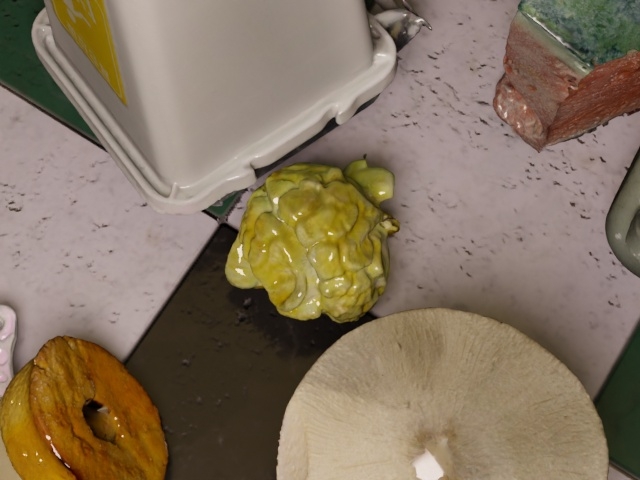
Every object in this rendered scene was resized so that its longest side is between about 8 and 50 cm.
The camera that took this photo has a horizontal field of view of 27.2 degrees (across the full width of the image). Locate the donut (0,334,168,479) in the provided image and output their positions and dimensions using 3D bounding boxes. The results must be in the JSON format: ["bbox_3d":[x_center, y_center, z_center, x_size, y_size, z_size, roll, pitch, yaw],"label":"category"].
[{"bbox_3d":[-0.186,0.147,1.027,0.058,0.152,0.152,-32,74,23],"label":"donut"}]

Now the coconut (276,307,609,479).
[{"bbox_3d":[0.086,0.168,0.967,0.237,0.266,0.237,0,80,1],"label":"coconut"}]

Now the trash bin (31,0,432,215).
[{"bbox_3d":[-0.082,-0.232,1.019,0.296,0.368,0.256,-33,66,-12],"label":"trash bin"}]

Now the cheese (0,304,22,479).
[{"bbox_3d":[-0.266,0.163,1.056,0.137,0.064,0.227,-1,71,-5],"label":"cheese"}]

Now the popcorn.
[{"bbox_3d":[0.000,0.000,1.085,0.162,0.135,0.141,-24,68,-8],"label":"popcorn"}]

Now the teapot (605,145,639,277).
[{"bbox_3d":[0.320,-0.048,1.082,0.129,0.193,0.294,25,38,10],"label":"teapot"}]

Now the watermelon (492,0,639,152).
[{"bbox_3d":[0.233,-0.158,1.103,0.148,0.318,0.226,43,116,6],"label":"watermelon"}]
